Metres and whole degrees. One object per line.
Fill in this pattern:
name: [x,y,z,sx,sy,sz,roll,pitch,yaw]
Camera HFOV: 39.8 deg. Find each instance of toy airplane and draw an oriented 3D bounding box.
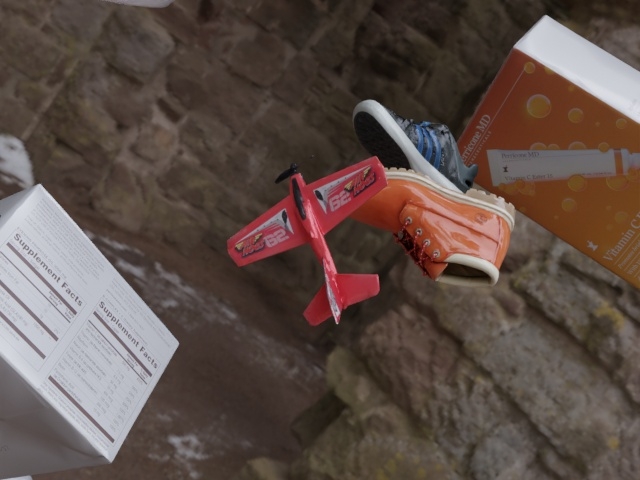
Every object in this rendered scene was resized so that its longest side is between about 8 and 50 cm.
toy airplane: [0.000,0.000,0.695,0.151,0.151,0.028,39,5,34]

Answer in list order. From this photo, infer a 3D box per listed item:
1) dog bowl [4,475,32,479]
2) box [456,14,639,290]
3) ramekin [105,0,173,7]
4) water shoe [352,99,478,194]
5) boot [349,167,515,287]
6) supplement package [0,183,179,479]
dog bowl: [-0.509,0.330,1.133,0.265,0.265,0.104,26,36,-61]
box: [0.395,-0.128,1.273,0.345,0.215,0.168,34,39,9]
ramekin: [-0.212,-0.278,0.707,0.272,0.127,0.273,15,18,-5]
water shoe: [0.119,-0.120,1.105,0.203,0.080,0.073,43,-22,-32]
boot: [0.084,-0.009,0.754,0.158,0.085,0.059,14,-33,5]
supplement package: [-0.307,0.098,0.808,0.204,0.261,0.145,54,38,-26]
